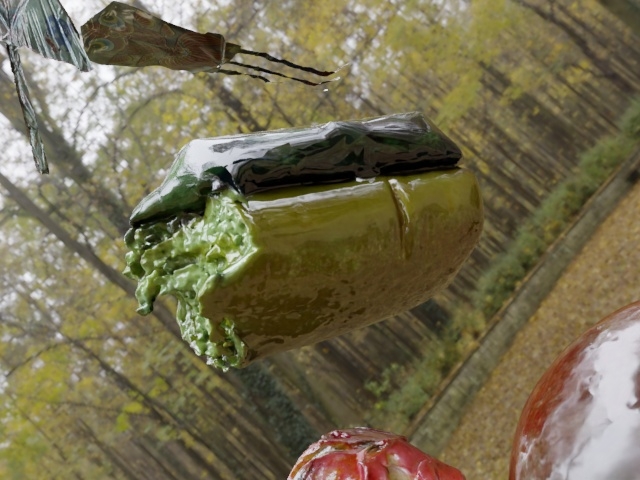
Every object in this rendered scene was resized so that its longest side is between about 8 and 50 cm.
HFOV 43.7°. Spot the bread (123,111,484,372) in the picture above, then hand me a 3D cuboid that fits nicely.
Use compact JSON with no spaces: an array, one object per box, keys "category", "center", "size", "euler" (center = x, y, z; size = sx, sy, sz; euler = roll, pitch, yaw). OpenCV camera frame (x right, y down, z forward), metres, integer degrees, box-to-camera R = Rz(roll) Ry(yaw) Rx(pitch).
[{"category":"bread","center":[0.000,0.000,0.869],"size":[0.377,0.208,0.251],"euler":[-14,-31,-29]}]

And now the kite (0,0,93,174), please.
[{"category":"kite","center":[-0.172,-0.109,0.441],"size":[0.005,0.137,0.152],"euler":[-35,-40,-47]}]

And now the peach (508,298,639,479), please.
[{"category":"peach","center":[0.234,0.152,0.468],"size":[0.252,0.252,0.252],"euler":[-47,-9,-10]}]

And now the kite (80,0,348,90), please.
[{"category":"kite","center":[-0.084,-0.155,0.673],"size":[0.127,0.230,0.016],"euler":[166,108,-69]}]

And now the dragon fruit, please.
[{"category":"dragon fruit","center":[0.074,0.271,0.820],"size":[0.163,0.189,0.262],"euler":[-38,-51,13]}]
